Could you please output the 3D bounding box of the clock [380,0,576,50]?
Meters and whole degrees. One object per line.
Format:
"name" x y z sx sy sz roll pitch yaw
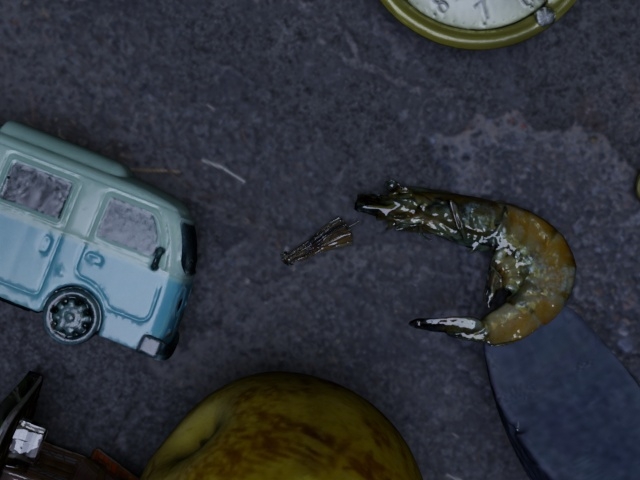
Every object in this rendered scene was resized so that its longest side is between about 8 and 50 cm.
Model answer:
"clock" 0.142 -0.291 1.093 0.237 0.057 0.237 0 94 -3

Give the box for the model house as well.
"model house" -0.255 0.292 1.060 0.154 0.207 0.294 20 95 -6

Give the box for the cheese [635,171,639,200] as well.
"cheese" 0.341 -0.046 1.132 0.083 0.030 0.044 11 89 -8

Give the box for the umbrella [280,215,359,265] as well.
"umbrella" 0.001 0.002 1.134 0.083 0.020 0.031 -30 134 1

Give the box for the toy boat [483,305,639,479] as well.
"toy boat" 0.240 0.178 1.041 0.127 0.283 0.078 -24 136 -2

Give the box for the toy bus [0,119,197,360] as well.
"toy bus" -0.238 -0.006 1.070 0.271 0.133 0.164 21 90 -1

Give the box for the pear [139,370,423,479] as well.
"pear" -0.028 0.252 1.031 0.281 0.281 0.280 0 95 -2

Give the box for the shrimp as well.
"shrimp" 0.128 0.020 1.099 0.217 0.051 0.150 17 66 5
